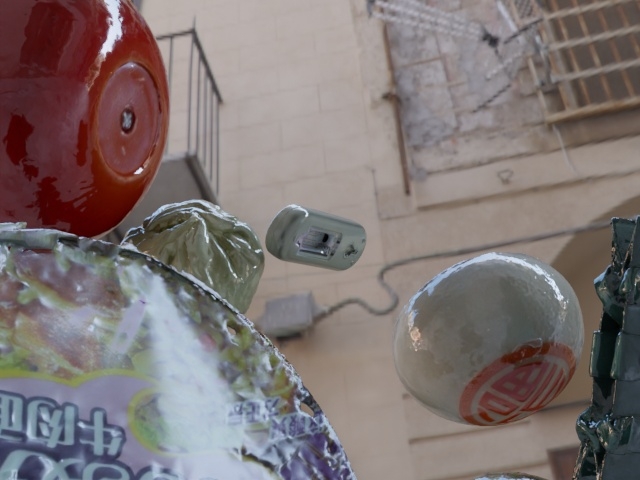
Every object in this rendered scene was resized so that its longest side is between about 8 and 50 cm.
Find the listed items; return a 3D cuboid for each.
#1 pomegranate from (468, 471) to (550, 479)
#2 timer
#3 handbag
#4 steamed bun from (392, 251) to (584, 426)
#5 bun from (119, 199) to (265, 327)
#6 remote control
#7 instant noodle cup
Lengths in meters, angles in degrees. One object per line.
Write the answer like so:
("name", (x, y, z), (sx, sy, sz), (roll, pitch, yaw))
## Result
("pomegranate", (0.334, 0.556, 1.594), (0.285, 0.285, 0.341), (-13, -49, 10))
("timer", (-0.359, -0.170, 1.226), (0.279, 0.378, 0.378), (9, -36, 18))
("handbag", (0.421, 0.143, 1.111), (0.238, 0.326, 0.089), (7, 3, -23))
("steamed bun", (0.247, 0.157, 1.341), (0.283, 0.177, 0.283), (-14, -43, -13))
("bun", (-0.185, 0.032, 1.265), (0.229, 0.229, 0.145), (-10, -56, 6))
("remote control", (0.000, 0.000, 1.322), (0.221, 0.042, 0.078), (14, -76, -58))
("instant noodle cup", (-0.170, 0.198, 0.536), (0.340, 0.340, 0.266), (27, -50, -33))
